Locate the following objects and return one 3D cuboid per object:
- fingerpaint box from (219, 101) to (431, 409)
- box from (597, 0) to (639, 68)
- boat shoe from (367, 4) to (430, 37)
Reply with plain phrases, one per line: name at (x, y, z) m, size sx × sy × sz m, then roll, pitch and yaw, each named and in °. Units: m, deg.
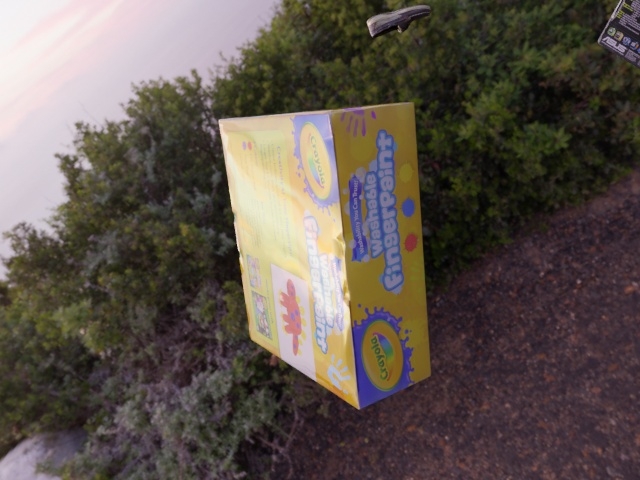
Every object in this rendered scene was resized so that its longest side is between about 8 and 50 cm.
fingerpaint box at (0.000, 0.000, 0.968) m, size 0.163 × 0.445 × 0.371 m, roll -15°, pitch 16°, yaw -31°
box at (0.512, -0.310, 0.768) m, size 0.045 × 0.184 × 0.191 m, roll -29°, pitch 61°, yaw -28°
boat shoe at (0.189, -0.519, 1.327) m, size 0.152 × 0.049 × 0.056 m, roll -11°, pitch 3°, yaw 12°
